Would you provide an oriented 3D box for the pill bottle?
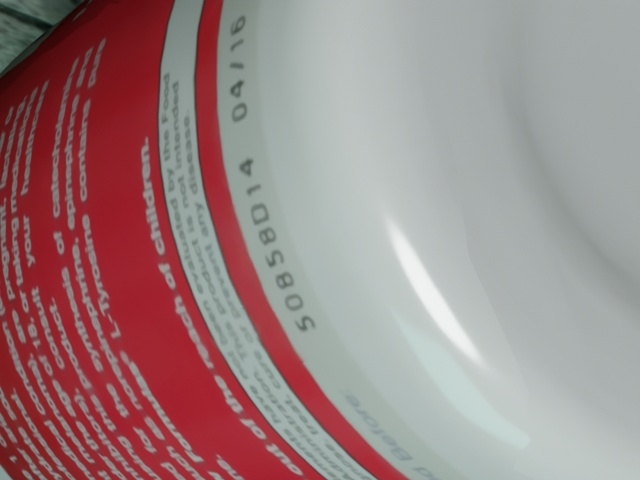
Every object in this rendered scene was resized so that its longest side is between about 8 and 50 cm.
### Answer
[{"bbox_3d":[0.000,0.000,0.620,0.229,0.229,0.408,29,155,-22],"label":"pill bottle"}]
